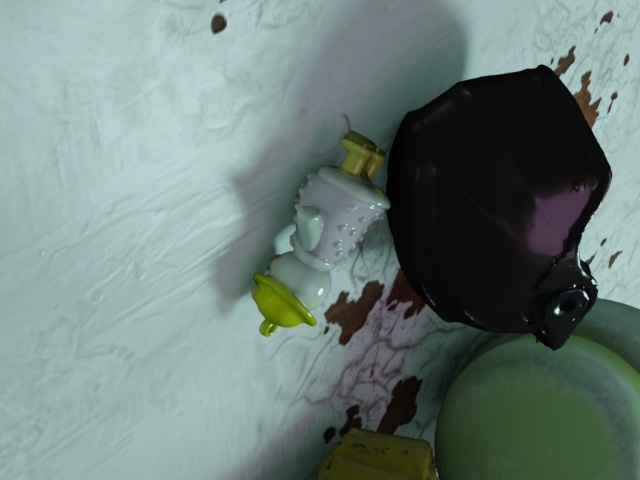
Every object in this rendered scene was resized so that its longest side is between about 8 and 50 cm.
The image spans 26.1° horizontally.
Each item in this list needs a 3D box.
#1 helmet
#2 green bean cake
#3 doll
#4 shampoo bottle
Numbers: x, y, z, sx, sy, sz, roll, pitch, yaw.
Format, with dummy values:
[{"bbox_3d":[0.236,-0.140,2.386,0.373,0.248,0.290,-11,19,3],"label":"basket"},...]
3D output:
[{"bbox_3d":[0.154,-0.021,1.345,0.177,0.225,0.305,-6,122,-17],"label":"helmet"},{"bbox_3d":[0.056,0.345,1.480,0.229,0.131,0.224,83,20,-50],"label":"green bean cake"},{"bbox_3d":[0.000,0.000,1.273,0.207,0.081,0.129,-60,158,5],"label":"doll"},{"bbox_3d":[0.305,0.223,1.607,0.317,0.322,0.322,-16,127,-58],"label":"shampoo bottle"}]
